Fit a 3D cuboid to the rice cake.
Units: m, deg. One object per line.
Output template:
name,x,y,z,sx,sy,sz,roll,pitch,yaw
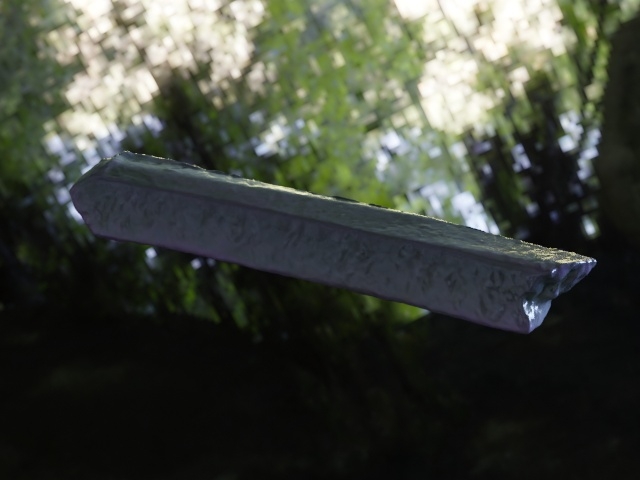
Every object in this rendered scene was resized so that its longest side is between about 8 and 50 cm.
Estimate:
rice cake,0.000,0.000,1.161,0.365,0.056,0.073,13,-161,18
